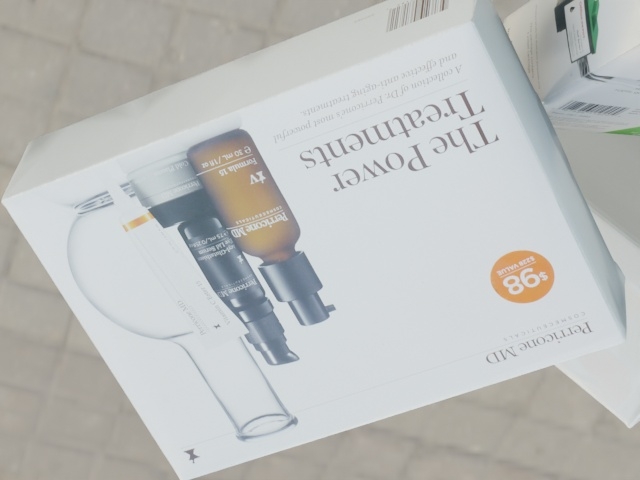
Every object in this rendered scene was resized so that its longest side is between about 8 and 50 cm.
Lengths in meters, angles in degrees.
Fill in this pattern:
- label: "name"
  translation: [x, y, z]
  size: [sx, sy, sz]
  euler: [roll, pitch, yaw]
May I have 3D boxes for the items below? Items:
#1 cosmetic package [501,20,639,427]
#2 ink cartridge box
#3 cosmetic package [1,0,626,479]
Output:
- label: "cosmetic package"
  translation: [0.214, -0.030, 1.731]
  size: [0.385, 0.217, 0.156]
  euler: [42, 123, 19]
- label: "ink cartridge box"
  translation: [0.249, -0.146, 1.360]
  size: [0.160, 0.092, 0.219]
  euler: [3, 166, -21]
- label: "cosmetic package"
  translation: [0.000, 0.000, 1.406]
  size: [0.377, 0.097, 0.284]
  euler: [-20, 119, 19]
